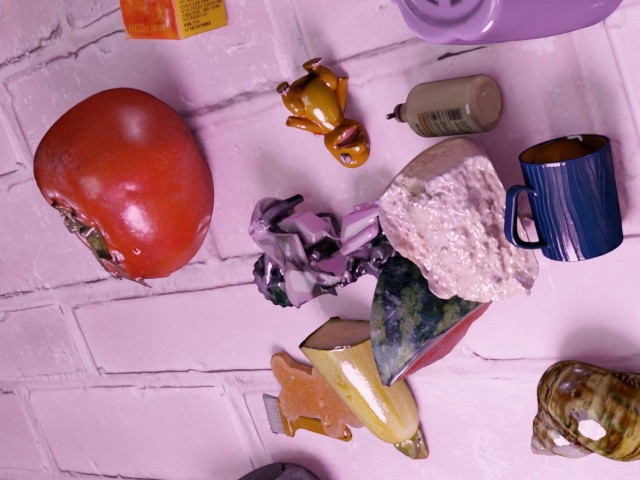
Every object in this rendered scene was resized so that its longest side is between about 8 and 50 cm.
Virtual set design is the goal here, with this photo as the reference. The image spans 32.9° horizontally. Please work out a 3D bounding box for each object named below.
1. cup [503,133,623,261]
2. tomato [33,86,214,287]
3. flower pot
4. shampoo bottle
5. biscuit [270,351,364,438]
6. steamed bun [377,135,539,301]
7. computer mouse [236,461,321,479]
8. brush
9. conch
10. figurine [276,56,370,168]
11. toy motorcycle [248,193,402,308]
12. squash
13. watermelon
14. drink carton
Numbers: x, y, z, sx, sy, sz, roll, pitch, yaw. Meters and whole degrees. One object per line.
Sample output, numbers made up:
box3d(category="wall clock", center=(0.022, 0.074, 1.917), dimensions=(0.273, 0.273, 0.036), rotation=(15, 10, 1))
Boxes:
box3d(category="cup", center=(0.309, -0.051, 1.397), dimensions=(0.150, 0.113, 0.138), rotation=(-11, 108, 14))
box3d(category="tomato", center=(-0.324, -0.102, 1.895), dimensions=(0.341, 0.273, 0.341), rotation=(38, 162, 15))
box3d(category="flower pot", center=(0.205, -0.347, 1.258), dimensions=(0.265, 0.243, 0.265), rotation=(20, 122, 37))
box3d(category="shampoo bottle", center=(0.168, -0.183, 1.502), dimensions=(0.162, 0.079, 0.079), rotation=(-1, 111, 46))
box3d(category="biscuit", center=(0.007, 0.280, 1.948), dimensions=(0.234, 0.030, 0.153), rotation=(3, 112, 43))
box3d(category="steamed bun", center=(0.185, -0.013, 1.472), dimensions=(0.225, 0.170, 0.200), rotation=(59, -179, -18))
box3d(category="computer mouse", center=(-0.072, 0.531, 2.106), dimensions=(0.374, 0.114, 0.203), rotation=(-20, 94, 41))
box3d(category="brush", center=(-0.025, 0.342, 2.032), dimensions=(0.218, 0.010, 0.082), rotation=(4, 114, 42))
box3d(category="conch", center=(0.380, 0.247, 1.497), dimensions=(0.187, 0.124, 0.181), rotation=(48, 140, 3))
box3d(category="figurine", center=(0.007, -0.183, 1.666), dimensions=(0.176, 0.121, 0.122), rotation=(51, 167, -3))
box3d(category="toy motorcycle", center=(0.000, 0.000, 1.724), dimensions=(0.327, 0.143, 0.188), rotation=(-17, 99, 40))
box3d(category="squash", center=(0.098, 0.250, 1.788), dimensions=(0.287, 0.137, 0.137), rotation=(53, 138, 0))
box3d(category="watermelon", center=(0.171, 0.139, 1.601), dimensions=(0.202, 0.207, 0.136), rotation=(35, 163, -35))
box3d(category="drink carton", center=(-0.264, -0.504, 1.727), dimensions=(0.155, 0.111, 0.351), rotation=(10, 118, 41))
